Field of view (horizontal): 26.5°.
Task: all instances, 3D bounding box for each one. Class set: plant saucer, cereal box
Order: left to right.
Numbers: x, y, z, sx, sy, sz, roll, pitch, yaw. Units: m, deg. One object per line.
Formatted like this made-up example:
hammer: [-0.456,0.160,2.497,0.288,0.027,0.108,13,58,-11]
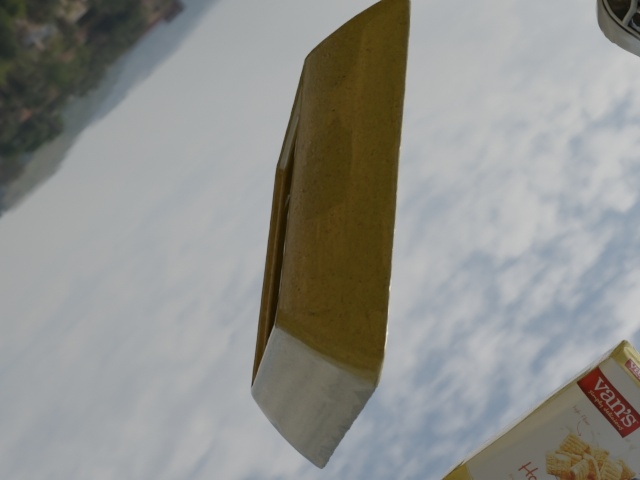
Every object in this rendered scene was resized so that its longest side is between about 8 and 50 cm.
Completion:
plant saucer: [0.000,0.000,1.168,0.333,0.081,0.332,111,-15,-67]
cereal box: [0.238,0.220,1.207,0.240,0.173,0.047,-45,174,37]

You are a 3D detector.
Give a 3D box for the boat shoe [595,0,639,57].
boat shoe: [0.328,-0.209,1.222,0.113,0.105,0.306,-10,-147,-1]
